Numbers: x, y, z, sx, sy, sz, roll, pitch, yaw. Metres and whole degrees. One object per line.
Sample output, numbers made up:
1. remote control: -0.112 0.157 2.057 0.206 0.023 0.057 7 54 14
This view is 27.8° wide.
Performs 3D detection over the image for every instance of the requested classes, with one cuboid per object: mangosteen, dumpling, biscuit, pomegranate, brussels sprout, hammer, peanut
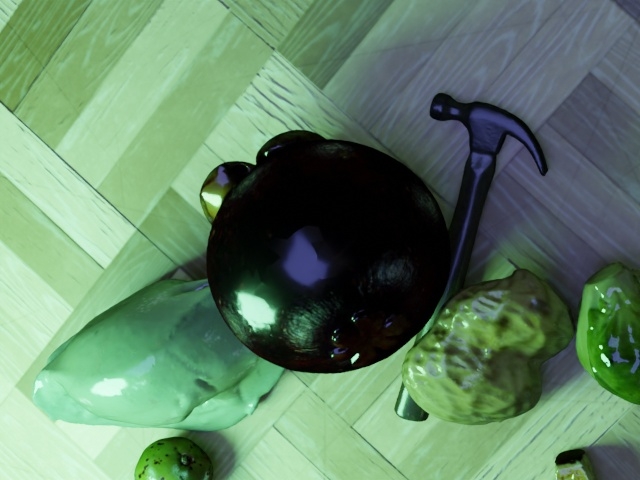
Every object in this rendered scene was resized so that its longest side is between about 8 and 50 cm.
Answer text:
1. mangosteen: 0.000 0.000 1.615 0.307 0.306 0.347 -46 44 20
2. dumpling: -0.208 0.153 1.779 0.320 0.270 0.212 -5 77 42
3. biscuit: 0.356 0.371 1.712 0.052 0.056 0.188 -14 96 18
4. pomegranate: -0.218 0.348 1.868 0.114 0.114 0.142 45 134 4
5. brussels sprout: 0.390 0.123 1.607 0.183 0.131 0.145 37 105 2
6. hammer: 0.172 0.034 1.705 0.168 0.044 0.440 19 107 14
7. peanut: 0.219 0.138 1.654 0.196 0.110 0.233 22 108 -25
